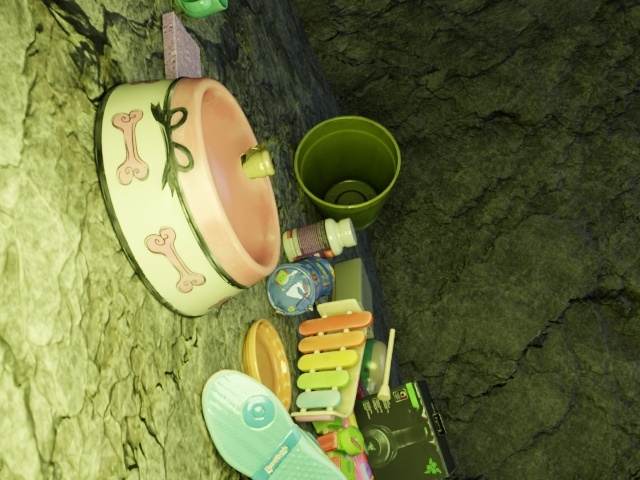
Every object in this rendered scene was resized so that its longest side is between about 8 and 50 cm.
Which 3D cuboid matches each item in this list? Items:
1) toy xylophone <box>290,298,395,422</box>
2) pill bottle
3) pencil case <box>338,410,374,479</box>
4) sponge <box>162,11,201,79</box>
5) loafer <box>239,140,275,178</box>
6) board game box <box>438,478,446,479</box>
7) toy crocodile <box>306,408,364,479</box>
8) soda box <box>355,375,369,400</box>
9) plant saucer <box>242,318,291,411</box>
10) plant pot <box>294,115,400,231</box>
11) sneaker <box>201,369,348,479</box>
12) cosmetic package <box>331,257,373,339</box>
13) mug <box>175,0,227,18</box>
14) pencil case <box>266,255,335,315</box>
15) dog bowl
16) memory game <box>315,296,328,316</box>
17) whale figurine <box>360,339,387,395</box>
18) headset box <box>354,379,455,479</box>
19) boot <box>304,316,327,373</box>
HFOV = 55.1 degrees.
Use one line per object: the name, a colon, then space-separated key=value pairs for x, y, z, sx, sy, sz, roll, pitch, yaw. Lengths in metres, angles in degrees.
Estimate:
toy xylophone: x=0.052 y=0.281 z=1.436 sx=0.081 sy=0.236 sz=0.323 roll=51 pitch=31 yaw=-37
pill bottle: x=0.000 y=0.000 z=1.731 sx=0.108 sy=0.193 sz=0.108 roll=-16 pitch=90 yaw=-78
pencil case: x=0.066 y=0.526 z=1.527 sx=0.104 sy=0.104 sz=0.236 roll=35 pitch=35 yaw=-73
sponge: x=-0.283 y=-0.358 z=1.265 sx=0.117 sy=0.031 sz=0.210 roll=55 pitch=22 yaw=-59
loafer: x=-0.107 y=-0.130 z=1.009 sx=0.148 sy=0.050 sz=0.056 roll=-130 pitch=-155 yaw=-78
board game box: x=0.229 y=0.693 z=1.740 sx=0.336 sy=0.253 sz=0.079 roll=-91 pitch=162 yaw=-52
toy crocodile: x=0.039 y=0.538 z=1.401 sx=0.105 sy=0.115 sz=0.341 roll=31 pitch=39 yaw=-46
soda box: x=0.104 y=0.491 z=1.849 sx=0.092 sy=0.083 sz=0.263 roll=-93 pitch=162 yaw=-52
plant saucer: x=-0.110 y=0.260 z=1.243 sx=0.200 sy=0.037 sz=0.200 roll=-15 pitch=90 yaw=-78
plant pot: x=0.105 y=-0.205 z=2.265 sx=0.353 sy=0.366 sz=0.366 roll=79 pitch=0 yaw=-66
sneaker: x=-0.095 y=0.340 z=1.059 sx=0.319 sy=0.127 sz=0.208 roll=52 pitch=-13 yaw=-10
cosmetic package: x=0.118 y=0.213 z=2.226 sx=0.309 sy=0.113 sz=0.160 roll=-85 pitch=156 yaw=-63
mug: x=-0.284 y=-0.571 z=1.382 sx=0.158 sy=0.097 sz=0.129 roll=-65 pitch=139 yaw=-72
pencil case: x=-0.043 y=0.110 z=1.555 sx=0.133 sy=0.119 sz=0.306 roll=50 pitch=10 yaw=5
dog bowl: x=-0.193 y=-0.086 z=1.026 sx=0.408 sy=0.150 sz=0.408 roll=-16 pitch=90 yaw=-79
memory game: x=-0.004 y=0.167 z=1.954 sx=0.186 sy=0.012 sz=0.186 roll=-17 pitch=90 yaw=-79
whale figurine: x=0.143 y=0.463 z=2.044 sx=0.216 sy=0.141 sz=0.272 roll=-46 pitch=144 yaw=-77
headset box: x=0.192 y=0.520 z=1.610 sx=0.131 sy=0.283 sz=0.246 roll=27 pitch=44 yaw=-67
boot: x=0.017 y=0.284 z=1.658 sx=0.211 sy=0.104 sz=0.295 roll=59 pitch=23 yaw=-54
